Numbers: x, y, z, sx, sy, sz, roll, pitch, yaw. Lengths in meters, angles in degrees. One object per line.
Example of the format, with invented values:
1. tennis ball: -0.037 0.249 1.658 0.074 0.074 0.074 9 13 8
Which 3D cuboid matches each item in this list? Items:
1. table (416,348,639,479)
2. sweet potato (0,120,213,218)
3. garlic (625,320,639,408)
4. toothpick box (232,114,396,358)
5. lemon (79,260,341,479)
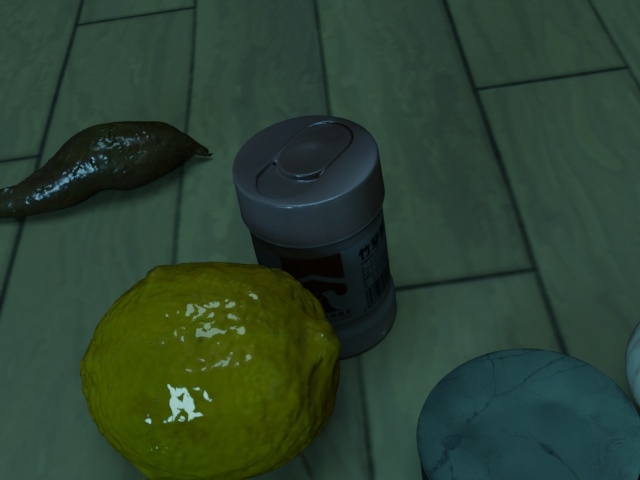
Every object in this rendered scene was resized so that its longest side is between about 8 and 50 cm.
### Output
1. table: 0.126 0.129 0.579 0.133 0.043 0.133 -6 42 5
2. sweet potato: -0.210 -0.067 0.849 0.226 0.068 0.068 -18 42 -8
3. garlic: 0.280 0.042 0.508 0.199 0.226 0.199 1 49 -1
4. toothpick box: 0.000 0.000 0.667 0.098 0.149 0.098 -6 43 6
5. lemon: -0.074 0.082 0.598 0.187 0.142 0.142 -6 40 24
